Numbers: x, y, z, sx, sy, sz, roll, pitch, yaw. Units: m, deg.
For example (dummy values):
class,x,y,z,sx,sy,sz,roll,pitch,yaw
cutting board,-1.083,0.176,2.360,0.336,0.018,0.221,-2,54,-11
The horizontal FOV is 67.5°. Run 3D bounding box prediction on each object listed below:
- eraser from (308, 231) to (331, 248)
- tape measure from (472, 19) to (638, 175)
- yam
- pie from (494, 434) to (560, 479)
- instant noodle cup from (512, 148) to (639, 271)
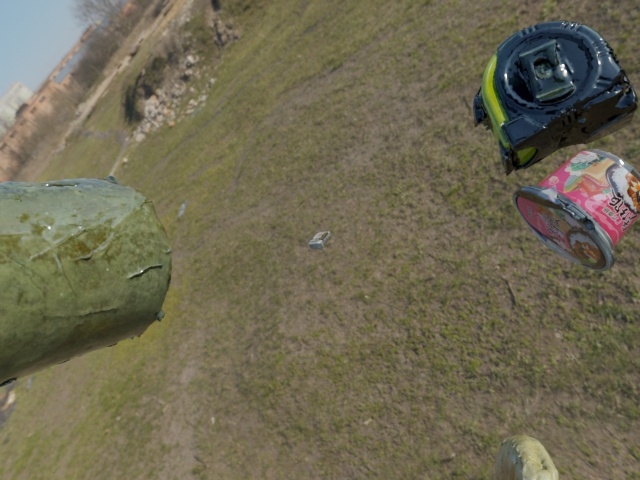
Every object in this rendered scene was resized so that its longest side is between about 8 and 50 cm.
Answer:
class,x,y,z,sx,sy,sz,roll,pitch,yaw
eraser,0.000,0.000,0.903,0.027,0.019,0.099,-6,14,13
tape measure,0.313,-0.212,0.676,0.198,0.112,0.186,-22,65,16
yam,-0.315,0.041,0.449,0.195,0.300,0.195,8,103,37
pie,0.317,0.462,0.754,0.075,0.338,0.338,5,54,16
instant noodle cup,0.591,-0.083,1.065,0.181,0.258,0.302,-45,-7,1
